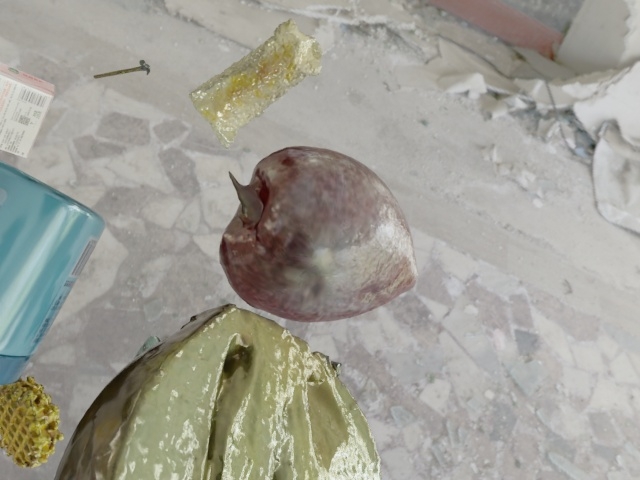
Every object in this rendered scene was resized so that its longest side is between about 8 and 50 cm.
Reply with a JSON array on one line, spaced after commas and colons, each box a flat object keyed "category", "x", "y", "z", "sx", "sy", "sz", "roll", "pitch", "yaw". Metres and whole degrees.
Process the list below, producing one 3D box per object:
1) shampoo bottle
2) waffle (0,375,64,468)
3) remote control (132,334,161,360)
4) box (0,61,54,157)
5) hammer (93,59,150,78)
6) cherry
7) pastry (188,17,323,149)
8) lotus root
[{"category": "shampoo bottle", "x": -0.618, "y": 0.034, "z": 0.966, "sx": 0.331, "sy": 0.331, "sz": 0.342, "roll": 28, "pitch": 79, "yaw": -4}, {"category": "waffle", "x": -0.644, "y": 0.394, "z": 1.159, "sx": 0.070, "sy": 0.197, "sz": 0.193, "roll": -17, "pitch": 93, "yaw": -58}, {"category": "remote control", "x": -0.445, "y": 0.337, "z": 1.328, "sx": 0.045, "sy": 0.256, "sz": 0.097, "roll": 5, "pitch": 41, "yaw": -42}, {"category": "box", "x": -0.480, "y": -0.201, "z": 0.827, "sx": 0.089, "sy": 0.125, "sz": 0.043, "roll": 22, "pitch": 27, "yaw": -35}, {"category": "hammer", "x": -0.598, "y": -0.508, "z": 1.604, "sx": 0.182, "sy": 0.062, "sz": 0.017, "roll": -7, "pitch": 79, "yaw": 11}, {"category": "cherry", "x": 0.000, "y": 0.000, "z": 0.701, "sx": 0.300, "sy": 0.230, "sz": 0.203, "roll": 24, "pitch": 14, "yaw": -23}, {"category": "pastry", "x": -0.114, "y": -0.284, "z": 0.941, "sx": 0.121, "sy": 0.258, "sz": 0.089, "roll": 41, "pitch": 22, "yaw": -35}, {"category": "lotus root", "x": -0.078, "y": 0.186, "z": 0.362, "sx": 0.267, "sy": 0.149, "sz": 0.260, "roll": 32, "pitch": 41, "yaw": -48}]
